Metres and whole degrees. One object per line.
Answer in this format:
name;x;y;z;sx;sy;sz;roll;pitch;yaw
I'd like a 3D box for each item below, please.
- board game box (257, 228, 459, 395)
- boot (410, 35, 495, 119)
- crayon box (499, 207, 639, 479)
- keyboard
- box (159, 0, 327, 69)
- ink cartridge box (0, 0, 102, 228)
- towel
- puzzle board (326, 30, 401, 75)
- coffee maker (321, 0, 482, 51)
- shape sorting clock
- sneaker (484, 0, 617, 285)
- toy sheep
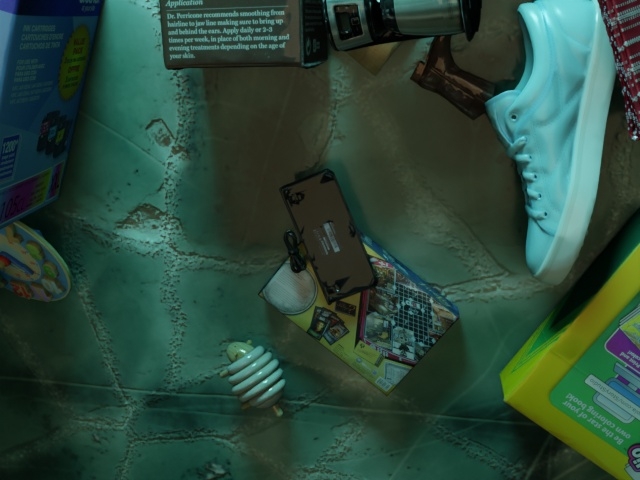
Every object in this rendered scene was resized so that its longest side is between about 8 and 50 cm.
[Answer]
board game box;0.055;0.089;1.157;0.243;0.042;0.165;39;107;-3
boot;0.192;-0.227;1.055;0.114;0.037;0.106;32;120;2
crayon box;0.488;0.189;1.088;0.363;0.106;0.313;35;108;-1
keyboard;0.000;0.000;1.108;0.108;0.023;0.180;-22;100;7
box;-0.101;-0.410;0.993;0.191;0.143;0.381;3;107;13
ink cartridge box;-0.412;-0.229;1.021;0.151;0.270;0.395;16;107;0
towel;0.393;-0.272;0.954;0.031;0.199;0.274;-6;108;51
puzzle board;0.055;-0.300;1.070;0.128;0.011;0.096;39;105;-4
coffee maker;0.106;-0.299;0.993;0.178;0.171;0.120;-1;100;20
shape sorting clock;-0.460;0.023;1.168;0.206;0.040;0.206;16;146;11
sneaker;0.280;-0.129;1.027;0.150;0.135;0.365;8;95;7
toy sheep;-0.096;0.208;1.190;0.091;0.091;0.132;-36;92;15
